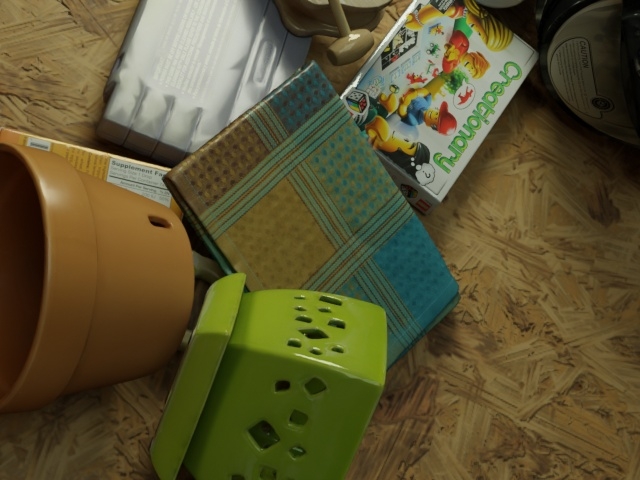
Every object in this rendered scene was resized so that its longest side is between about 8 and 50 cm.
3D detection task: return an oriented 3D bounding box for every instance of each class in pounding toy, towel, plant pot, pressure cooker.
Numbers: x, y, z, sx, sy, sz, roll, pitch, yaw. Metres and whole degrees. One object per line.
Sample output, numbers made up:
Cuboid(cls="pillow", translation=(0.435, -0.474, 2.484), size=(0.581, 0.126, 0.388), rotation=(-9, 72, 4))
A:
Cuboid(cls="pounding toy", translation=(0.025, -0.359, 1.795), size=(0.154, 0.155, 0.269), rotation=(-21, 74, -27))
Cuboid(cls="towel", translation=(0.000, 0.000, 1.712), size=(0.271, 0.040, 0.370), rotation=(-41, 105, -29))
Cuboid(cls="plant pot", translation=(-0.061, 0.173, 1.542), size=(0.207, 0.227, 0.228), rotation=(20, 108, -4))
Cuboid(cls="plant pot", translation=(-0.274, 0.048, 1.528), size=(0.203, 0.291, 0.290), rotation=(7, 67, -36))
Cuboid(cls="pressure cooker", translation=(0.489, -0.320, 1.887), size=(0.370, 0.375, 0.420), rotation=(30, 59, -18))

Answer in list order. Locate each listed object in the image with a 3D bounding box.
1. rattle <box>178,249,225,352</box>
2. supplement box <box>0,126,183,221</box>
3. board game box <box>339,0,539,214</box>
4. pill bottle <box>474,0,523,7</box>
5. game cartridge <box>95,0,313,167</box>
Cuboid(cls="rattle", translation=(-0.110, 0.083, 1.644), size=(0.199, 0.143, 0.130), rotation=(47, 42, 8))
Cuboid(cls="supplement box", translation=(-0.282, -0.062, 1.665), size=(0.233, 0.078, 0.080), rotation=(16, 62, -16))
Cuboid(cls="board game box", translation=(0.152, -0.206, 1.902), size=(0.193, 0.053, 0.305), rotation=(38, 61, -4))
Cuboid(cls="pill bottle", translation=(0.270, -0.437, 1.990), size=(0.118, 0.117, 0.208), rotation=(29, 47, -8))
Cuboid(cls="game cartridge", translation=(-0.136, -0.240, 1.789), size=(0.230, 0.068, 0.355), rotation=(20, 58, -8))
